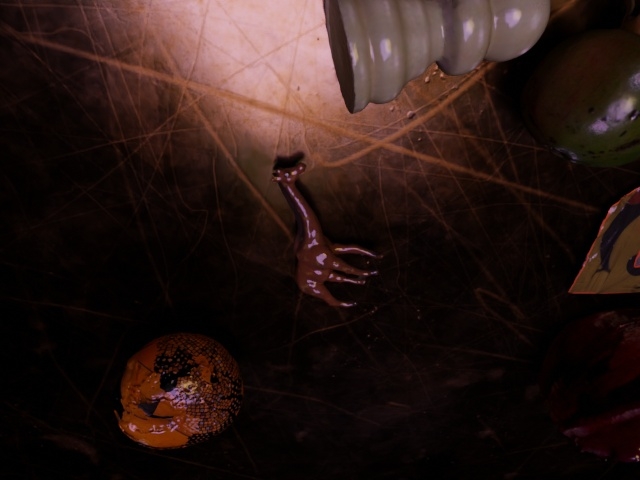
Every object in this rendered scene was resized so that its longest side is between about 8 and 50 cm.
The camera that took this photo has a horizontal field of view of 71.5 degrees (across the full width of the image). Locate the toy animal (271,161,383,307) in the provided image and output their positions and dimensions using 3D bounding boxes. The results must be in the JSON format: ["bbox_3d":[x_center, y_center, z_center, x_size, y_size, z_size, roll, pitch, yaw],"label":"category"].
[{"bbox_3d":[0.000,0.000,0.729,0.229,0.066,0.224,22,121,-13],"label":"toy animal"}]

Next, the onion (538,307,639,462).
[{"bbox_3d":[0.565,0.250,0.844,0.314,0.280,0.146,-36,106,19],"label":"onion"}]

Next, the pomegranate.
[{"bbox_3d":[0.365,-0.204,0.558,0.181,0.181,0.224,26,99,-21],"label":"pomegranate"}]

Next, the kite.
[{"bbox_3d":[0.634,0.003,0.813,0.377,0.013,0.327,-36,121,16],"label":"kite"}]

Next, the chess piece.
[{"bbox_3d":[0.142,-0.252,0.524,0.251,0.144,0.144,-14,126,-1],"label":"chess piece"}]

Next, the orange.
[{"bbox_3d":[-0.262,0.282,0.838,0.234,0.182,0.234,-3,114,-6],"label":"orange"}]
